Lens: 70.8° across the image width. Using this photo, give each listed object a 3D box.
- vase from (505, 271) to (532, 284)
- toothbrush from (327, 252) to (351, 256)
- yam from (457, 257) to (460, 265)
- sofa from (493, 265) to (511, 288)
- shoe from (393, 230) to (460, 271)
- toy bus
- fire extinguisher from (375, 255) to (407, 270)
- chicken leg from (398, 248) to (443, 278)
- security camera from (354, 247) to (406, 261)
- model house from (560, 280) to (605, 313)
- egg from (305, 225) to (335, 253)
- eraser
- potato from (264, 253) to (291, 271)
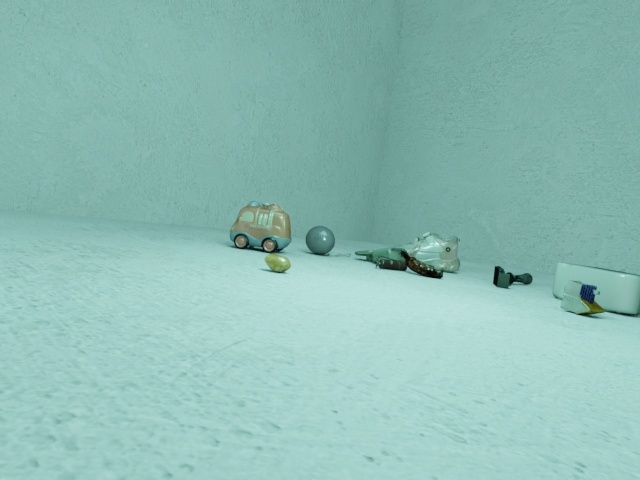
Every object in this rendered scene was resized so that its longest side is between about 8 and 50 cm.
[{"bbox_3d":[0.936,0.180,2.131,0.167,0.059,0.059,5,4,-38],"label":"vase"},{"bbox_3d":[0.102,0.076,2.361,0.022,0.017,0.204,34,19,35],"label":"toothbrush"},{"bbox_3d":[0.748,0.122,2.568,0.079,0.079,0.141,8,5,6],"label":"yam"},{"bbox_3d":[0.787,0.157,1.943,0.060,0.085,0.147,5,2,14],"label":"sofa"},{"bbox_3d":[0.550,0.046,2.338,0.350,0.198,0.172,9,2,8],"label":"shoe"},{"bbox_3d":[-0.272,-0.065,2.095,0.287,0.232,0.194,10,6,9],"label":"toy bus"},{"bbox_3d":[0.308,0.103,2.014,0.157,0.045,0.078,6,42,-20],"label":"fire extinguisher"},{"bbox_3d":[0.427,0.102,1.973,0.106,0.051,0.253,-2,26,-38],"label":"chicken leg"},{"bbox_3d":[0.294,0.081,2.248,0.157,0.080,0.301,3,-5,-33],"label":"security camera"},{"bbox_3d":[0.834,0.183,1.416,0.087,0.101,0.100,8,4,-25],"label":"model house"},{"bbox_3d":[0.000,0.000,2.290,0.146,0.146,0.198,7,11,-21],"label":"egg"},{"bbox_3d":[1.049,0.174,1.703,0.331,0.150,0.331,6,2,0],"label":"eraser"},{"bbox_3d":[-0.137,0.071,1.442,0.083,0.062,0.068,38,-18,15],"label":"potato"}]
